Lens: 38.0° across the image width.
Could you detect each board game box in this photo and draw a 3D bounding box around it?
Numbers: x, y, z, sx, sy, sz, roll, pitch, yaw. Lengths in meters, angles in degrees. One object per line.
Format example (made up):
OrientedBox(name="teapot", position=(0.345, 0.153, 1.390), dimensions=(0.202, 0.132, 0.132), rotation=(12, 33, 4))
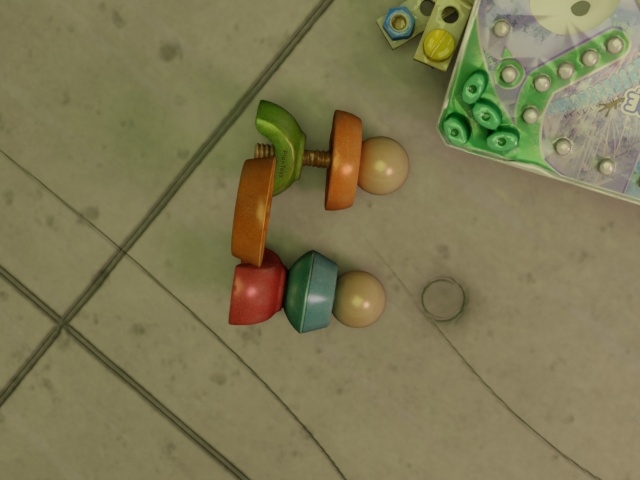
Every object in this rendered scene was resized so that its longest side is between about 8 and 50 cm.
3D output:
OrientedBox(name="board game box", position=(0.333, -0.208, 0.766), dimensions=(0.390, 0.050, 0.389), rotation=(18, 107, 8))

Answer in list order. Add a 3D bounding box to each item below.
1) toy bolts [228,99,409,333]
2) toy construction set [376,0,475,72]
OrientedBox(name="toy bolts", position=(0.000, 0.000, 0.912), dimensions=(0.159, 0.218, 0.228), rotation=(8, 115, -1))
OrientedBox(name="toy construction set", position=(0.223, -0.279, 0.884), dimensions=(0.215, 0.151, 0.327), rotation=(34, 109, 2))
